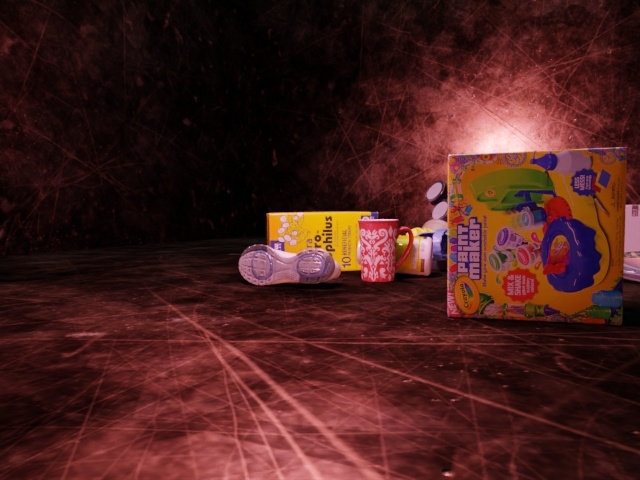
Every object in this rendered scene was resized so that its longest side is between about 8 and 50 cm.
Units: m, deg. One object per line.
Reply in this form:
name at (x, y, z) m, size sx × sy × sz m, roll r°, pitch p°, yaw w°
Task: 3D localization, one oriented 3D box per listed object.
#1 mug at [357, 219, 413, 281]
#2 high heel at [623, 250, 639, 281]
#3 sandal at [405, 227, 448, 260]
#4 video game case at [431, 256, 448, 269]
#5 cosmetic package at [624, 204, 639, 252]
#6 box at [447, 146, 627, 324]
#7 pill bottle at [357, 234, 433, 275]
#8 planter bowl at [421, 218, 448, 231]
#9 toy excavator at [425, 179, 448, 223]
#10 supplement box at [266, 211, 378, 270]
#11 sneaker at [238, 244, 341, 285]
mug at (0.177, 0.026, 1.349) m, size 0.151 × 0.169 × 0.113 m, roll 1°, pitch 3°, yaw 17°
high heel at (0.871, 0.054, 1.344) m, size 0.261 × 0.093 × 0.186 m, roll -12°, pitch 15°, yaw -28°
sandal at (0.440, 0.009, 1.576) m, size 0.318 × 0.126 × 0.138 m, roll -10°, pitch 10°, yaw -15°
video game case at (0.456, 0.072, 1.703) m, size 0.275 × 0.035 × 0.248 m, roll -1°, pitch 3°, yaw -9°
cosmetic package at (1.003, -0.022, 1.730) m, size 0.386 × 0.217 × 0.156 m, roll -2°, pitch 3°, yaw 5°
box at (0.378, -0.011, 0.897) m, size 0.280 × 0.289 × 0.177 m, roll 0°, pitch 4°, yaw 16°
pill bottle at (0.222, 0.041, 1.453) m, size 0.215 × 0.117 × 0.117 m, roll 4°, pitch 4°, yaw 15°
planter bowl at (0.439, 0.014, 1.886) m, size 0.162 × 0.162 × 0.109 m, roll 2°, pitch 31°, yaw 44°
toy excavator at (0.660, -0.163, 1.870) m, size 0.222 × 0.445 × 0.432 m, roll 32°, pitch 33°, yaw -24°
supplement box at (0.000, 0.000, 1.647) m, size 0.357 × 0.194 × 0.195 m, roll -1°, pitch 3°, yaw -8°
sneaker at (-0.083, 0.079, 1.302) m, size 0.297 × 0.110 × 0.129 m, roll 5°, pitch -10°, yaw 25°
